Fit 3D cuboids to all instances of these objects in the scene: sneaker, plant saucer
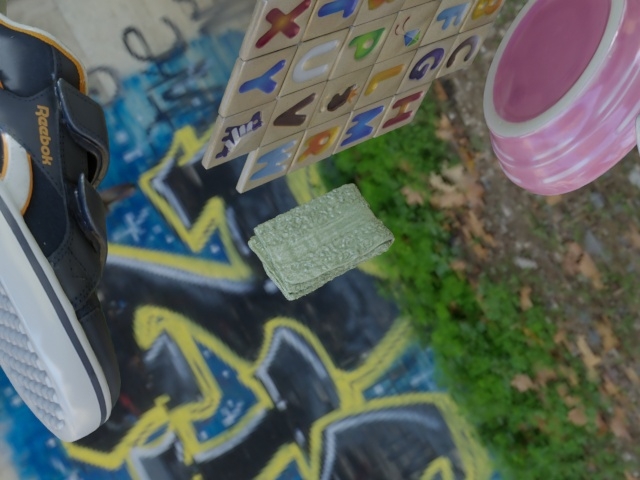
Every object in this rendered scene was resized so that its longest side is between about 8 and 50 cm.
[{"bbox_3d":[-0.182,-0.039,0.684,0.321,0.127,0.126,58,150,13],"label":"sneaker"},{"bbox_3d":[0.311,-0.220,1.352,0.084,0.332,0.332,26,-172,-23],"label":"plant saucer"}]

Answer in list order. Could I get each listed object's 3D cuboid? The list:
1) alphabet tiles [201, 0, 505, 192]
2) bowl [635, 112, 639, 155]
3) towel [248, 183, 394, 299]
[{"bbox_3d":[0.053,-0.169,0.913,0.011,0.342,0.285,47,138,20],"label":"alphabet tiles"},{"bbox_3d":[0.359,-0.078,0.923,0.289,0.156,0.289,-20,-90,-85],"label":"bowl"},{"bbox_3d":[0.000,0.000,1.280,0.110,0.148,0.027,56,169,31],"label":"towel"}]
